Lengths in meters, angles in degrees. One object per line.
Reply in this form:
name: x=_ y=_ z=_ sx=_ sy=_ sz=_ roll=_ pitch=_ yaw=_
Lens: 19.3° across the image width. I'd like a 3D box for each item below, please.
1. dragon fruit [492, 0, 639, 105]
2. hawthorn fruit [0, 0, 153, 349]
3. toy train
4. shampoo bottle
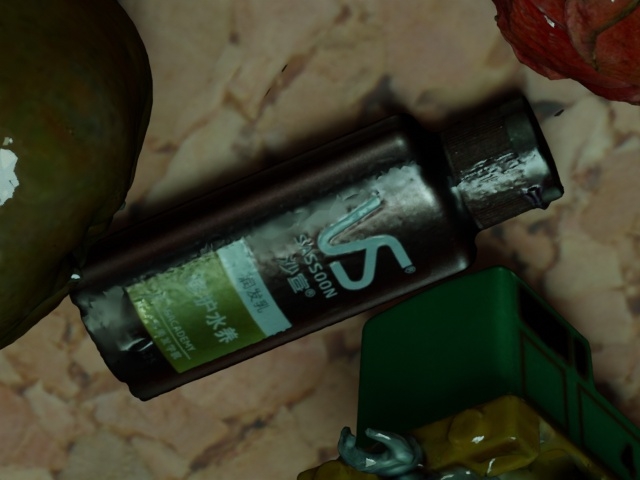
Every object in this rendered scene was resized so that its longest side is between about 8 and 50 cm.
dragon fruit: x=0.211 y=-0.182 z=1.078 sx=0.252 sy=0.241 sz=0.241 roll=2 pitch=120 yaw=15
hawthorn fruit: x=-0.255 y=-0.077 z=1.120 sx=0.301 sy=0.267 sz=0.267 roll=28 pitch=115 yaw=-11
toy train: x=0.149 y=0.190 z=1.263 sx=0.178 sy=0.249 sz=0.429 roll=-25 pitch=134 yaw=29
shampoo bottle: x=0.000 y=0.000 z=1.254 sx=0.323 sy=0.084 sz=0.129 roll=-21 pitch=120 yaw=11
